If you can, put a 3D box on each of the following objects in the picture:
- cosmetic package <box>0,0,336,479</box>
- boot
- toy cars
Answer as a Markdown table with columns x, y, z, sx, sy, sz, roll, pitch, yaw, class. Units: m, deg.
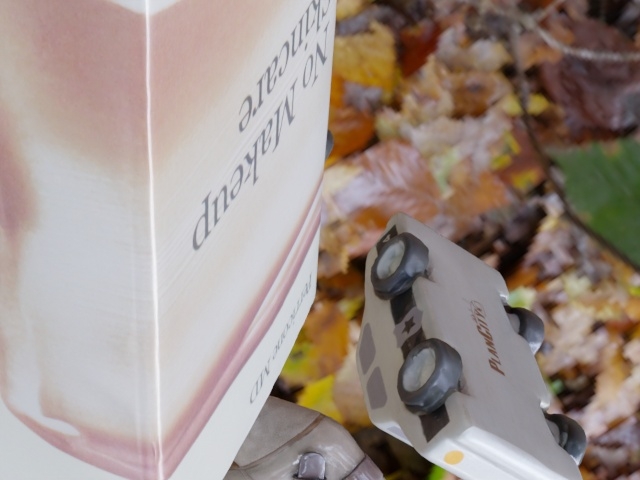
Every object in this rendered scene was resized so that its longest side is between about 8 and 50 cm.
| x | y | z | sx | sy | sz | roll | pitch | yaw | class |
| --- | --- | --- | --- | --- | --- | --- | --- | --- | --- |
| -0.074 | -0.060 | 0.437 | 0.129 | 0.153 | 0.296 | 16 | 135 | 12 | cosmetic package |
| -0.027 | 0.120 | 0.658 | 0.118 | 0.087 | 0.042 | -58 | 174 | 30 | boot |
| 0.000 | 0.000 | 0.806 | 0.087 | 0.394 | 0.176 | -48 | 158 | 22 | toy cars |
